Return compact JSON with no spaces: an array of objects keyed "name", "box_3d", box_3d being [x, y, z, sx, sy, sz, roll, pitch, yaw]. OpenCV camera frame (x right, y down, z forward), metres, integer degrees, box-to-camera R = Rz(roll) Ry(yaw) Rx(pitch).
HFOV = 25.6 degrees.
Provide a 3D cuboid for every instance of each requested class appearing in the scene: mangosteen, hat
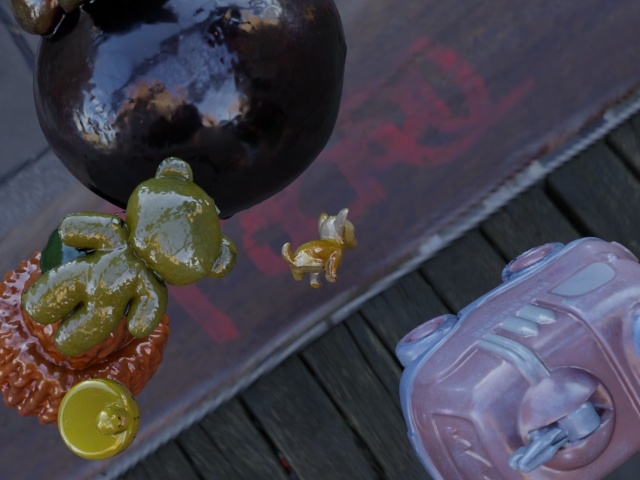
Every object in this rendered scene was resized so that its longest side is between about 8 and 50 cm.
[{"name":"mangosteen","box_3d":[-0.163,-0.235,1.600,0.382,0.435,0.382,-15,28,8]},{"name":"hat","box_3d":[-0.346,0.067,2.011,0.285,0.400,0.285,7,49,-9]}]

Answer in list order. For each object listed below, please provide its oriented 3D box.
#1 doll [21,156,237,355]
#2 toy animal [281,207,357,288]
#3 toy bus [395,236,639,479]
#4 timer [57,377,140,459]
[{"name":"doll","box_3d":[-0.184,0.022,1.347,0.209,0.097,0.137,-33,92,7]},{"name":"toy animal","box_3d":[0.000,0.000,1.365,0.081,0.060,0.083,28,61,-23]},{"name":"toy bus","box_3d":[0.228,0.129,1.300,0.294,0.232,0.197,-32,98,-16]},{"name":"timer","box_3d":[-0.286,0.229,1.805,0.107,0.109,0.107,-1,87,16]}]
